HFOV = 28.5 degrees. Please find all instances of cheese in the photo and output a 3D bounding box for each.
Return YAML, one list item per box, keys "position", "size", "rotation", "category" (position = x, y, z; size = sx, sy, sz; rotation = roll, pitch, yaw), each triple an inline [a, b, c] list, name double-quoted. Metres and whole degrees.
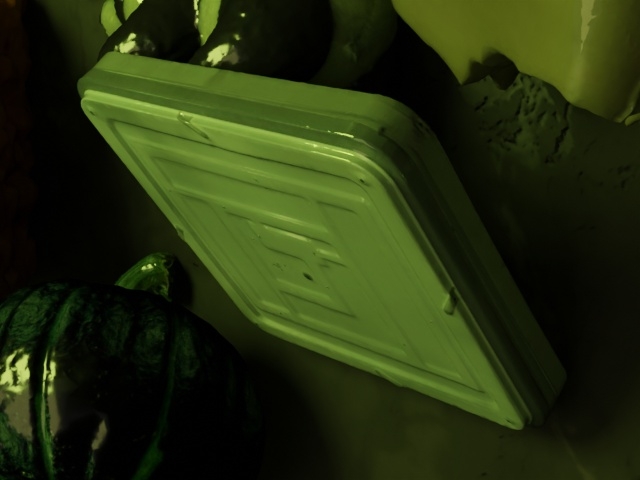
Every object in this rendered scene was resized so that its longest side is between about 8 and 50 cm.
- position: [0.117, -0.146, 0.662]
  size: [0.202, 0.091, 0.175]
  rotation: [54, 145, 35]
  category: "cheese"

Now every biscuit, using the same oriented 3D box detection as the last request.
- position: [-0.314, -0.046, 1.023]
  size: [0.110, 0.318, 0.312]
  rotation: [5, 109, 6]
  category: "biscuit"

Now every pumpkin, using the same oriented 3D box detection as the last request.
- position: [-0.158, 0.113, 0.968]
  size: [0.248, 0.248, 0.248]
  rotation: [14, 112, 41]
  category: "pumpkin"

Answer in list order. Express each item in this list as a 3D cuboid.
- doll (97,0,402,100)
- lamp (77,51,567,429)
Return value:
- position: [-0.049, -0.137, 0.832]
  size: [0.234, 0.143, 0.135]
  rotation: [7, 75, 42]
  category: "doll"
- position: [0.000, 0.000, 0.775]
  size: [0.266, 0.047, 0.269]
  rotation: [17, 152, 42]
  category: "lamp"
